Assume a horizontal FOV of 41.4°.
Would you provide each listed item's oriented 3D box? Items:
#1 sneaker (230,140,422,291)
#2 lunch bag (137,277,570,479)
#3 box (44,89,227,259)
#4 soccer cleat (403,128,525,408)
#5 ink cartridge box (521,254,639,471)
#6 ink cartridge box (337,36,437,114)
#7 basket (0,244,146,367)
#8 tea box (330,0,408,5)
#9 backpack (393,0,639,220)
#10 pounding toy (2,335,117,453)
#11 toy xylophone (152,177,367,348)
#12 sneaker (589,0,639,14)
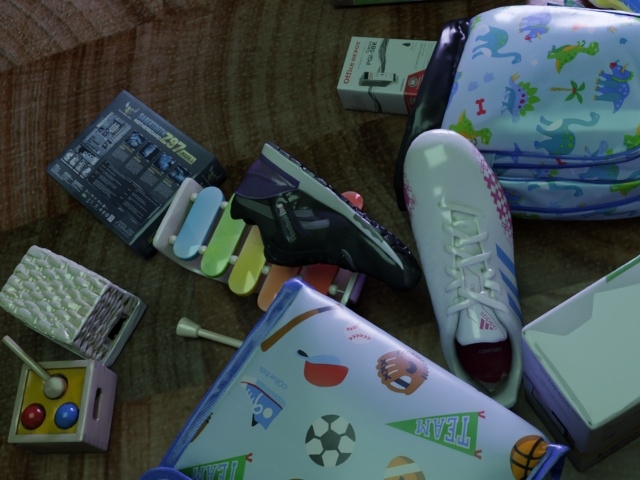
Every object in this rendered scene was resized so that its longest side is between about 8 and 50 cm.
[{"bbox_3d":[0.000,0.000,1.062,0.283,0.107,0.124,40,95,32],"label":"sneaker"},{"bbox_3d":[0.005,0.285,0.826,0.328,0.239,0.385,32,79,25],"label":"lunch bag"},{"bbox_3d":[-0.285,-0.105,1.299,0.232,0.059,0.183,36,79,28],"label":"box"},{"bbox_3d":[0.175,0.037,0.964,0.116,0.143,0.331,-14,103,11],"label":"soccer cleat"},{"bbox_3d":[0.325,0.125,0.885,0.201,0.278,0.117,-32,64,0],"label":"ink cartridge box"},{"bbox_3d":[0.102,-0.244,1.254,0.135,0.056,0.099,8,68,19],"label":"ink cartridge box"},{"bbox_3d":[-0.355,0.090,1.199,0.167,0.103,0.113,23,74,24],"label":"basket"},{"bbox_3d":[0.160,-0.565,1.300,0.323,0.220,0.329,-1,65,16],"label":"tea box"},{"bbox_3d":[0.298,-0.156,1.063,0.355,0.273,0.290,17,69,12],"label":"backpack"},{"bbox_3d":[-0.360,0.208,1.145,0.130,0.100,0.141,-4,64,14],"label":"pounding toy"},{"bbox_3d":[-0.078,0.037,1.156,0.322,0.081,0.236,8,68,20],"label":"toy xylophone"},{"bbox_3d":[0.440,-0.365,1.174,0.091,0.126,0.240,-34,61,-2],"label":"sneaker"}]
